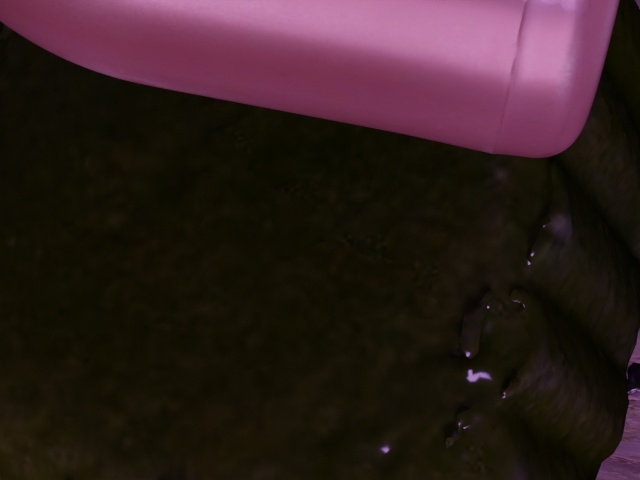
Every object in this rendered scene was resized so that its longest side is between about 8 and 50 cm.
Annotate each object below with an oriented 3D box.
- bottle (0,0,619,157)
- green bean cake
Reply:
[{"bbox_3d":[-0.036,-0.139,0.594,0.297,0.173,0.206,9,-162,5],"label":"bottle"},{"bbox_3d":[0.000,0.000,0.772,0.335,0.319,0.218,8,167,23],"label":"green bean cake"}]
